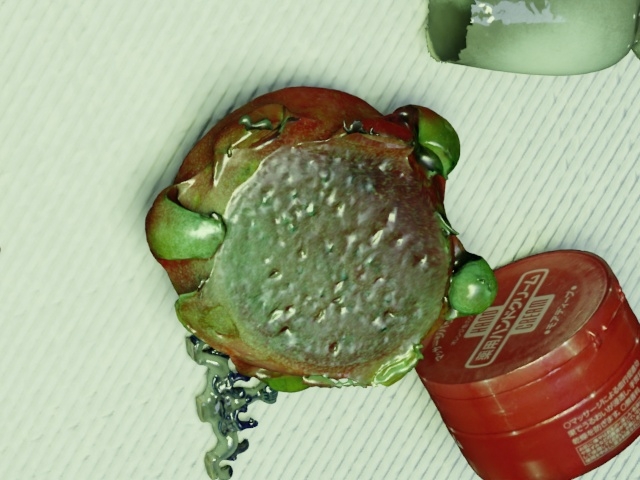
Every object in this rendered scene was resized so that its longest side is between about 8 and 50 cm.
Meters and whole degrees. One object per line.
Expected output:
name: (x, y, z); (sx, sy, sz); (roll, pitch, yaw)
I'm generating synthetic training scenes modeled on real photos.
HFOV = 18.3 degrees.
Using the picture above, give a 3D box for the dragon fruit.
dragon fruit: (0.000, 0.000, 1.620); (0.295, 0.130, 0.268); (22, 95, -22)

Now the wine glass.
wine glass: (0.195, -0.191, 1.643); (0.204, 0.111, 0.111); (-1, 105, -19)

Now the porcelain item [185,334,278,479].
porcelain item: (-0.069, 0.136, 1.697); (0.075, 0.021, 0.136); (-14, 109, -18)

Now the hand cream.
hand cream: (0.185, 0.109, 1.683); (0.193, 0.193, 0.125); (-32, 111, -7)
